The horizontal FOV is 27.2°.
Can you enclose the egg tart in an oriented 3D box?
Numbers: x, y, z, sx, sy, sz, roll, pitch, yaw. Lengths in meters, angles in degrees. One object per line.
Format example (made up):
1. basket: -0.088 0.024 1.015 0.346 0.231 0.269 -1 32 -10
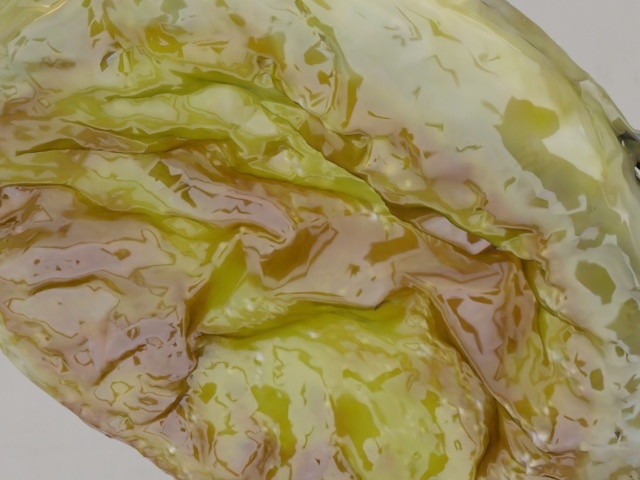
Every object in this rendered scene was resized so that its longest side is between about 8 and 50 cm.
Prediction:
1. egg tart: 0.000 0.001 0.513 0.341 0.132 0.341 19 143 15
